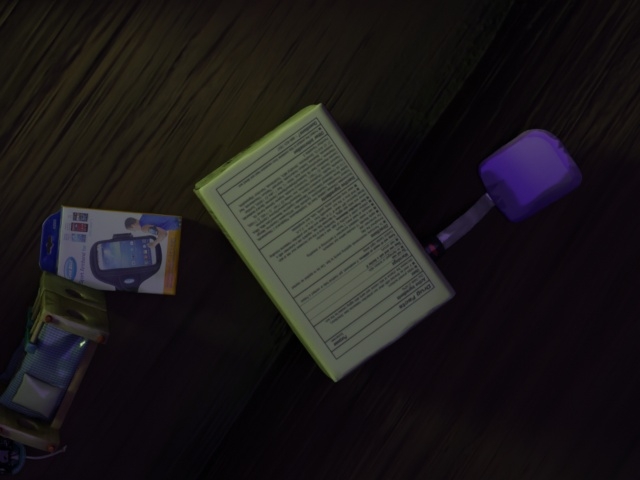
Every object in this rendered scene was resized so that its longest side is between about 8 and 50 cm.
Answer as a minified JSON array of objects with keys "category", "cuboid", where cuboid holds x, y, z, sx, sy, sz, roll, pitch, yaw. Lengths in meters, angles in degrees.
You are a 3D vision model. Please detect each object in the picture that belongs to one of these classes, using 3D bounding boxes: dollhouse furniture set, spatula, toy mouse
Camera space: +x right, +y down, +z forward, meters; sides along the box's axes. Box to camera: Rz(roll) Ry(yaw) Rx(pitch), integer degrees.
[{"category":"dollhouse furniture set","cuboid":[-0.309,0.093,1.384,0.183,0.129,0.129,22,100,-16]},{"category":"spatula","cuboid":[0.142,-0.012,1.566,0.296,0.030,0.084,-36,101,-10]},{"category":"toy mouse","cuboid":[-0.309,0.243,1.457,0.143,0.031,0.161,-39,103,-10]}]

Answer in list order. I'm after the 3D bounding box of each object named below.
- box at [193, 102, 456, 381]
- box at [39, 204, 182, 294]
[{"category":"box","cuboid":[0.000,0.000,1.464,0.148,0.127,0.232,-35,97,-6]},{"category":"box","cuboid":[-0.209,0.010,1.473,0.136,0.028,0.081,4,93,-17]}]
